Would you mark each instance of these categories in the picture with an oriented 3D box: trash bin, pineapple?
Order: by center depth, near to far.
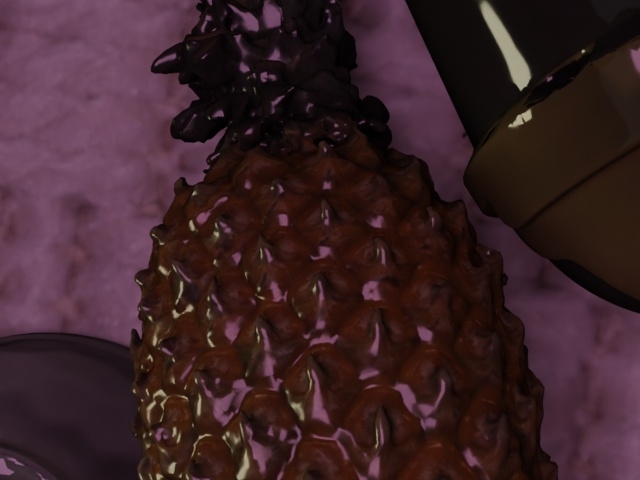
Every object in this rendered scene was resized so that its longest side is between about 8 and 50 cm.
[{"bbox_3d":[0.140,-0.114,0.658,0.214,0.214,0.333,-31,78,9],"label":"trash bin"},{"bbox_3d":[0.000,0.000,0.694,0.202,0.202,0.362,-10,70,11],"label":"pineapple"}]

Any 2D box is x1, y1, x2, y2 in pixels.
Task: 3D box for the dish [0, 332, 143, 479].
[{"bbox_3d":[-0.162,0.183,0.738,0.303,0.120,0.303,-1,81,9],"label":"dish"}]
